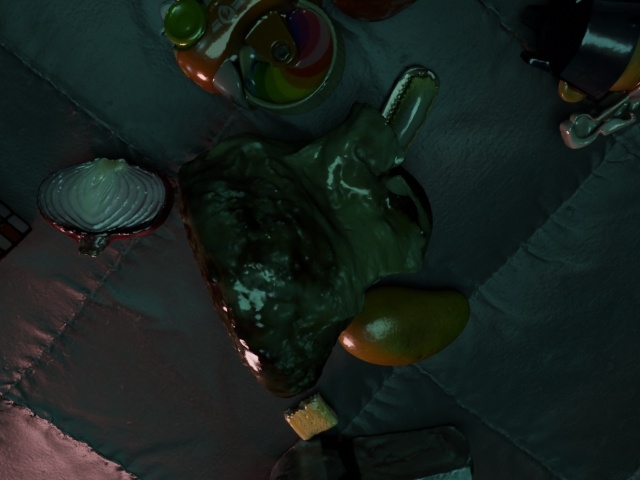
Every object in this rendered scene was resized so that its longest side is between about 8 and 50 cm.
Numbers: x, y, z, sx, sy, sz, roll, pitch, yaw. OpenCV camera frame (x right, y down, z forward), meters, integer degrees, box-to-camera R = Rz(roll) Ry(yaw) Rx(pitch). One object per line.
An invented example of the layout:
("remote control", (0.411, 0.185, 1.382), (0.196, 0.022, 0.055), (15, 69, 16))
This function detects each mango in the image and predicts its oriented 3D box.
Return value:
("mango", (0.139, 0.138, 1.242), (0.227, 0.099, 0.136), (-8, 103, -7))

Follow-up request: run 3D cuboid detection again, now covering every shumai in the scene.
("shumai", (0.000, 0.000, 1.066), (0.348, 0.395, 0.395), (-22, 109, -9))

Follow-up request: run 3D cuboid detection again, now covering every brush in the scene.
("brush", (0.095, -0.122, 1.166), (0.072, 0.067, 0.313), (24, 109, -10))

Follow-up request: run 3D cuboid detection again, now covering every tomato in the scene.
("tomato", (0.086, -0.384, 1.058), (0.159, 0.091, 0.139), (-32, 108, 7))

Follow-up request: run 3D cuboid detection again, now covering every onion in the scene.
("onion", (-0.326, -0.046, 1.158), (0.205, 0.098, 0.151), (8, 84, 3))

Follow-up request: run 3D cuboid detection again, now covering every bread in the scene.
("bread", (-0.016, 0.313, 1.329), (0.083, 0.035, 0.070), (-36, 106, 17))

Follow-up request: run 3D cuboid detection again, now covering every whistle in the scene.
("whistle", (0.059, 0.425, 1.301), (0.404, 0.168, 0.188), (-38, 107, 7))

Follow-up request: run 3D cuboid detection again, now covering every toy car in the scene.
("toy car", (-0.073, -0.264, 1.022), (0.235, 0.145, 0.235), (-2, 85, 20))

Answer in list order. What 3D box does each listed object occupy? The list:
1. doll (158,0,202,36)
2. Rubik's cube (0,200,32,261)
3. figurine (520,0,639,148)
("doll", (-0.165, -0.369, 1.053), (0.057, 0.114, 0.227), (53, 129, 7))
("Rubik's cube", (-0.569, 0.002, 1.144), (0.151, 0.155, 0.154), (-41, 105, 14))
("figurine", (0.436, -0.279, 1.078), (0.308, 0.143, 0.309), (-1, 94, -13))
